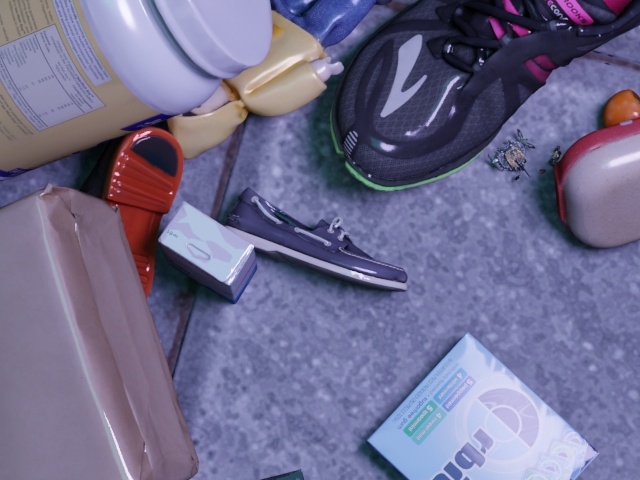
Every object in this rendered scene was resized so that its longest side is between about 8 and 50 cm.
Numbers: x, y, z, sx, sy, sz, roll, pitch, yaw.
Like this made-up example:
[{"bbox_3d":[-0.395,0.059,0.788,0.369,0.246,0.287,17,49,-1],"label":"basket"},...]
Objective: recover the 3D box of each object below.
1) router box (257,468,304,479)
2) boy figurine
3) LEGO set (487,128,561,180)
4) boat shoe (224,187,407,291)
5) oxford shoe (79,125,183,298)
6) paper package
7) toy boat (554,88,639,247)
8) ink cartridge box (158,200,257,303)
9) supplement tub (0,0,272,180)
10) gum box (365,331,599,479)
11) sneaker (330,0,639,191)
[{"bbox_3d":[-0.048,0.305,1.765,0.092,0.038,0.122,-14,79,-3],"label":"router box"},{"bbox_3d":[-0.063,-0.206,1.829,0.285,0.092,0.177,-42,60,-8],"label":"boy figurine"},{"bbox_3d":[0.218,-0.088,1.852,0.083,0.023,0.054,22,82,-9],"label":"LEGO set"},{"bbox_3d":[0.000,0.000,1.806,0.206,0.075,0.065,18,83,8],"label":"boat shoe"},{"bbox_3d":[-0.224,0.003,1.809,0.097,0.098,0.271,23,94,-27],"label":"oxford shoe"},{"bbox_3d":[-0.320,0.151,1.676,0.324,0.168,0.310,-23,78,18],"label":"paper package"},{"bbox_3d":[0.346,-0.100,1.807,0.231,0.151,0.151,-17,51,-3],"label":"toy boat"},{"bbox_3d":[-0.115,0.014,1.778,0.088,0.122,0.052,32,81,6],"label":"ink cartridge box"},{"bbox_3d":[-0.240,-0.215,1.712,0.331,0.241,0.241,-18,79,23],"label":"supplement tub"},{"bbox_3d":[0.167,0.215,1.781,0.184,0.041,0.157,43,82,7],"label":"gum box"},{"bbox_3d":[0.205,-0.236,1.785,0.483,0.202,0.185,-38,81,-7],"label":"sneaker"}]
